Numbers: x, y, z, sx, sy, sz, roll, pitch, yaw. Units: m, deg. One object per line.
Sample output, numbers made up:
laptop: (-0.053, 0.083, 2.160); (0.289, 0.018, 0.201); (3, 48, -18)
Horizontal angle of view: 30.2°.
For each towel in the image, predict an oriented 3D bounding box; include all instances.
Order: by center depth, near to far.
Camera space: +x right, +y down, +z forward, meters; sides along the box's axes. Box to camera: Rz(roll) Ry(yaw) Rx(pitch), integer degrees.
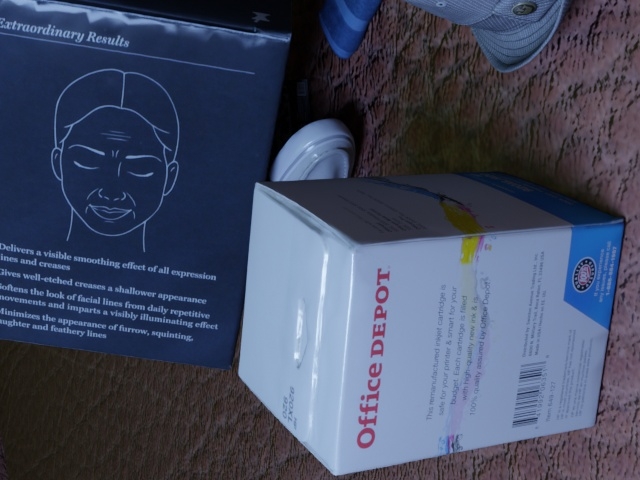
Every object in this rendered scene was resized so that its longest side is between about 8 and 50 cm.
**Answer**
towel: (0.033, -0.240, 1.172); (0.119, 0.029, 0.067); (-59, 45, 48)

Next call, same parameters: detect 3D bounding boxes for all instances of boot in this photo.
boot: (0.000, 0.000, 1.223); (0.123, 0.095, 0.258); (61, 153, 29)

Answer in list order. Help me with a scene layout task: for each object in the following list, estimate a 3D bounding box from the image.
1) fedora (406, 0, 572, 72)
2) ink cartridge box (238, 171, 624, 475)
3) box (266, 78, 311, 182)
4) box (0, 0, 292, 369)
fedora: (0.095, -0.249, 0.886); (0.275, 0.124, 0.244); (152, 111, -73)
ink cartridge box: (0.078, 0.050, 0.903); (0.168, 0.232, 0.171); (33, 122, 57)
box: (-0.040, -0.107, 1.335); (0.094, 0.027, 0.137); (-6, 88, 64)
box: (-0.203, -0.095, 1.240); (0.212, 0.293, 0.395); (-91, 11, -58)
